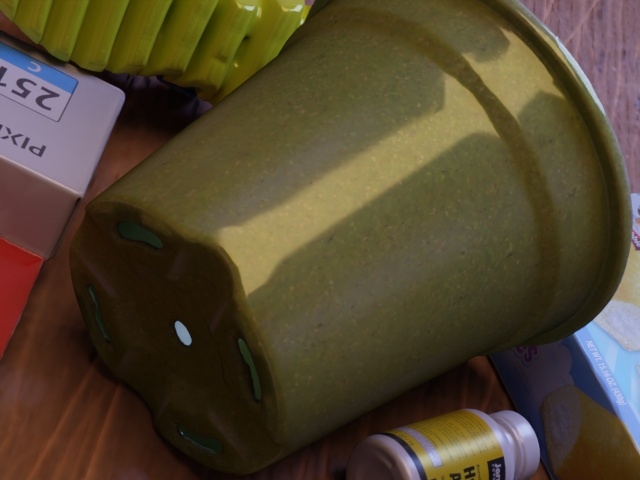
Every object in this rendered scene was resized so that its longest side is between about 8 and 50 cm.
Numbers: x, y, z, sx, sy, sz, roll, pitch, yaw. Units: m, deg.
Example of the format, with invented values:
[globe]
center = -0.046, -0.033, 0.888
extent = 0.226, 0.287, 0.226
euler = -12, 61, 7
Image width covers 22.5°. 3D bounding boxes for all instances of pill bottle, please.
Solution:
[pill bottle]
center = 0.079, 0.140, 0.996
extent = 0.116, 0.065, 0.065
euler = -12, 56, -37

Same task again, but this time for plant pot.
[plant pot]
center = 0.000, 0.000, 0.970
extent = 0.254, 0.276, 0.276
euler = -32, 69, -34

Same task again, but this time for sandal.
[sandal]
center = -0.126, -0.171, 1.120
extent = 0.317, 0.126, 0.138
euler = 30, 6, -34

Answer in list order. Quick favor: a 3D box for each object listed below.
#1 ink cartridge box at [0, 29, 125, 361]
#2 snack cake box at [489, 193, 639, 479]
[ink cartridge box]
center = -0.284, -0.070, 0.959
extent = 0.296, 0.066, 0.261
euler = 26, 33, -10
[snack cake box]
center = 0.214, 0.092, 1.106
extent = 0.152, 0.089, 0.264
euler = -2, 50, -31
